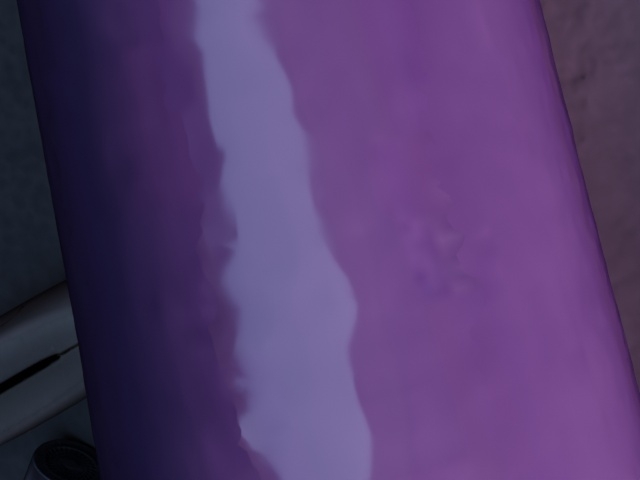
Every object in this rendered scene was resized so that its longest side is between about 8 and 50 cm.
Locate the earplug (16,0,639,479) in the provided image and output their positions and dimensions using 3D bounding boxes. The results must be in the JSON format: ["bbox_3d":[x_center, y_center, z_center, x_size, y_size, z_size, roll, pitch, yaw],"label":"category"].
[{"bbox_3d":[0.000,0.000,0.602,0.215,0.215,0.456,-9,99,23],"label":"earplug"}]

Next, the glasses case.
[{"bbox_3d":[-0.131,0.056,0.735,0.193,0.074,0.049,-30,96,27],"label":"glasses case"}]

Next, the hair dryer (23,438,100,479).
[{"bbox_3d":[-0.088,0.143,0.770,0.114,0.037,0.063,25,115,5],"label":"hair dryer"}]
